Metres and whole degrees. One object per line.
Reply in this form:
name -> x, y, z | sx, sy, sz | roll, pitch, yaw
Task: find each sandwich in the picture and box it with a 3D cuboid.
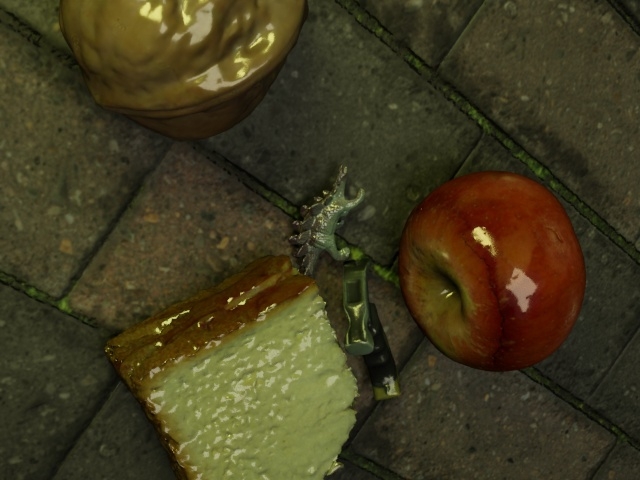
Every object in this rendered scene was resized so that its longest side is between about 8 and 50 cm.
sandwich -> -0.090, 0.208, 1.334 | 0.262, 0.131, 0.325 | -30, 118, -16

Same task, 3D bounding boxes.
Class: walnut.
walnut -> -0.138, -0.235, 1.069 | 0.227, 0.273, 0.273 | 35, 91, -3

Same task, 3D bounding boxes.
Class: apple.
apple -> 0.232, 0.040, 1.369 | 0.206, 0.251, 0.272 | -22, 106, -25

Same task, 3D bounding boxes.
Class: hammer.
hammer -> 0.067, 0.129, 1.399 | 0.041, 0.159, 0.226 | -9, 140, 11

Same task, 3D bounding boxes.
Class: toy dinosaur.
toy dinosaur -> -0.001, 0.000, 1.350 | 0.082, 0.039, 0.209 | 2, 110, -30
